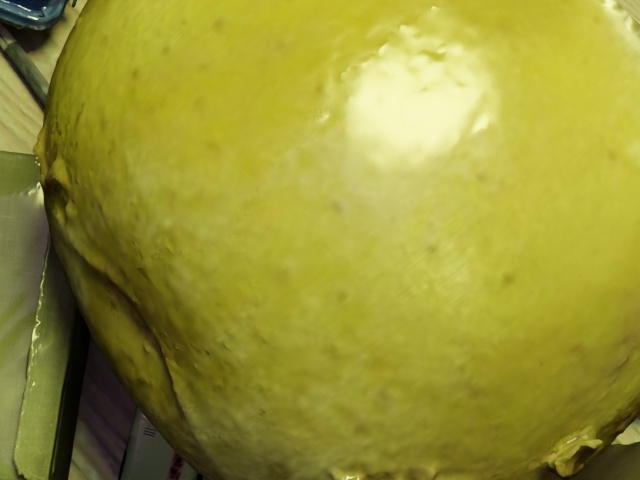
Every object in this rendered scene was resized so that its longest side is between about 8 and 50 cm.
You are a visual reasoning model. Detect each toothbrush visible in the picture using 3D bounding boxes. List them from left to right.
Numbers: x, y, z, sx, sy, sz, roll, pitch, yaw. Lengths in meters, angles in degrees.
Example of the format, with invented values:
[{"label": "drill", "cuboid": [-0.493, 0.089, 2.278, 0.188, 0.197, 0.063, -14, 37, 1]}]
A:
[{"label": "toothbrush", "cuboid": [-0.257, -0.152, 0.791, 0.026, 0.024, 0.288, -32, 82, -30]}]

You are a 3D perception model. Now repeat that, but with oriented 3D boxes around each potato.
[{"label": "potato", "cuboid": [0.000, 0.000, 0.599, 0.319, 0.385, 0.442, -39, 84, -19]}]

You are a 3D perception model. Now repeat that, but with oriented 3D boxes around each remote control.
[{"label": "remote control", "cuboid": [-0.129, 0.210, 0.692, 0.065, 0.029, 0.166, 15, 98, -6]}]

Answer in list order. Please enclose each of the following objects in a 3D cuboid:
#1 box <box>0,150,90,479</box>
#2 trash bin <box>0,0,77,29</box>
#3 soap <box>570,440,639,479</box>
[{"label": "box", "cuboid": [-0.250, 0.060, 0.669, 0.148, 0.155, 0.232, 6, 76, -8]}, {"label": "trash bin", "cuboid": [-0.249, -0.305, 0.710, 0.162, 0.234, 0.184, 18, 63, -14]}, {"label": "soap", "cuboid": [0.166, 0.270, 0.622, 0.107, 0.285, 0.296, 45, 74, 6]}]
